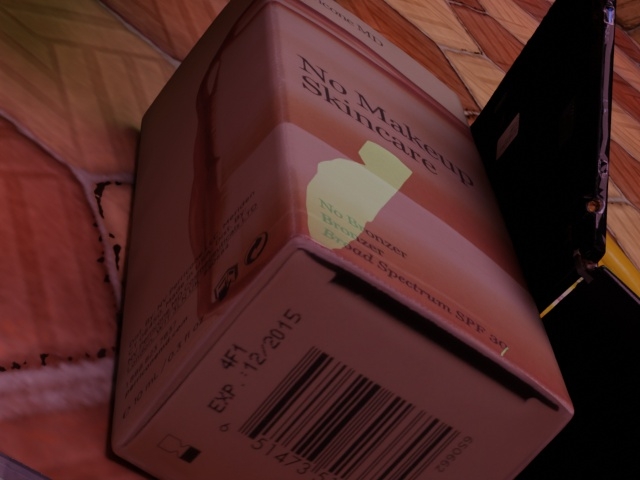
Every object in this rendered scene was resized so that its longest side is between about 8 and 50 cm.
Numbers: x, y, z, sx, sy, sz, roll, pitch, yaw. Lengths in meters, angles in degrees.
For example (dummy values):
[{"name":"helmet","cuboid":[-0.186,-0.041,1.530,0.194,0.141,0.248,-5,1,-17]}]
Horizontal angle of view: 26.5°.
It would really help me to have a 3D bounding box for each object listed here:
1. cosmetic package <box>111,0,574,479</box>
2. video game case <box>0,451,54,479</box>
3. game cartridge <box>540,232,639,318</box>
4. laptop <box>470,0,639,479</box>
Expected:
[{"name":"cosmetic package","cuboid":[0.000,0.000,0.654,0.153,0.129,0.296,31,23,-22]},{"name":"video game case","cuboid":[-0.002,0.188,0.413,0.274,0.026,0.196,34,19,-18]},{"name":"game cartridge","cuboid":[0.183,0.054,0.969,0.323,0.053,0.285,11,37,-51]},{"name":"laptop","cuboid":[0.154,0.027,0.684,0.136,0.234,0.264,11,66,-8]}]
